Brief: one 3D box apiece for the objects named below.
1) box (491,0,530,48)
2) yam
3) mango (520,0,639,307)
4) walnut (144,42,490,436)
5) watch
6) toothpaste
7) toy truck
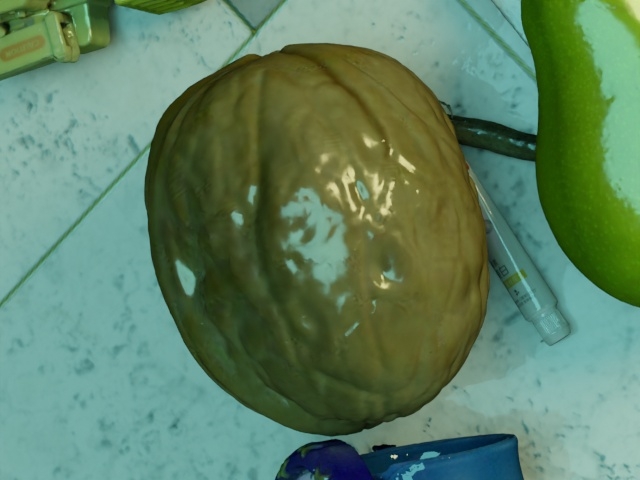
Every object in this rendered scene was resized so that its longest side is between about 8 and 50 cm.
[{"bbox_3d":[0.235,-0.251,1.479,0.229,0.050,0.123,-41,81,16],"label":"box"},{"bbox_3d":[0.097,-0.098,1.543,0.234,0.029,0.027,14,57,18],"label":"yam"},{"bbox_3d":[0.243,-0.089,1.420,0.175,0.143,0.293,-16,97,9],"label":"mango"},{"bbox_3d":[-0.002,0.001,1.460,0.277,0.252,0.313,-10,94,31],"label":"walnut"},{"bbox_3d":[0.068,0.227,1.487,0.196,0.200,0.171,7,107,63],"label":"watch"},{"bbox_3d":[0.147,0.002,1.527,0.190,0.031,0.048,58,152,9],"label":"toothpaste"},{"bbox_3d":[-0.211,-0.235,1.597,0.272,0.124,0.157,-14,87,20],"label":"toy truck"}]
